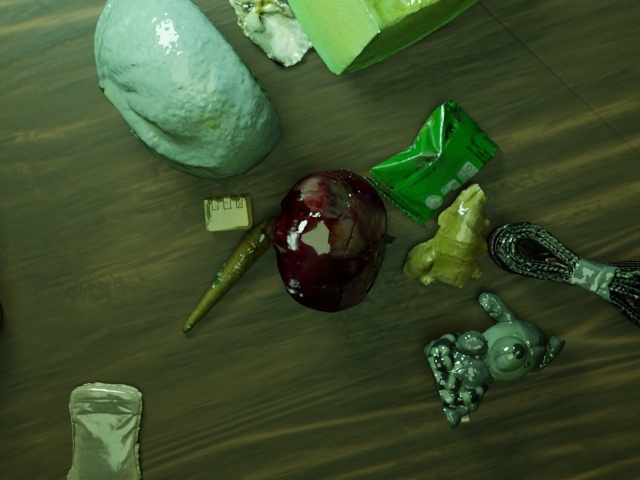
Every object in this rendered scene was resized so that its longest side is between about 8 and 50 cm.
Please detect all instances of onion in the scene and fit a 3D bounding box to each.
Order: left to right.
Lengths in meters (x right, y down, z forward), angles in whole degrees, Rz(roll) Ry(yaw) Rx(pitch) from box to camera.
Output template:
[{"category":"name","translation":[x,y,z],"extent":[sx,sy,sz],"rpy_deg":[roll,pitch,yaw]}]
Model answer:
[{"category":"onion","translation":[0.000,0.000,1.864],"extent":[0.219,0.252,0.252],"rpy_deg":[8,99,22]}]

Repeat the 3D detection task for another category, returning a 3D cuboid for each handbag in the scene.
[{"category":"handbag","translation":[-0.161,-0.048,1.949],"extent":[0.083,0.027,0.061],"rpy_deg":[-4,99,1]}]

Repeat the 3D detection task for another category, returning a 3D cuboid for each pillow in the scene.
[{"category":"pillow","translation":[-0.386,0.360,2.007],"extent":[0.135,0.034,0.211],"rpy_deg":[5,97,2]}]

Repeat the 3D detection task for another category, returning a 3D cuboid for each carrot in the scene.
[{"category":"carrot","translation":[-0.165,0.067,1.961],"extent":[0.049,0.049,0.254],"rpy_deg":[38,100,-6]}]

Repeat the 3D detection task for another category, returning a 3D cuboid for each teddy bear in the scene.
[{"category":"teddy bear","translation":[0.288,0.189,1.938],"extent":[0.251,0.144,0.171],"rpy_deg":[-33,84,1]}]

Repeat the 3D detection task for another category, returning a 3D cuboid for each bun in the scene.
[{"category":"bun","translation":[-0.225,-0.249,1.763],"extent":[0.211,0.362,0.362],"rpy_deg":[-37,98,2]}]

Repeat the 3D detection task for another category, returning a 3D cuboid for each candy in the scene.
[{"category":"candy","translation":[0.194,-0.133,1.917],"extent":[0.141,0.078,0.203],"rpy_deg":[43,101,-6]}]

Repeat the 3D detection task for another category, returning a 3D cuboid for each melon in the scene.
[{"category":"melon","translation":[0.073,-0.486,1.798],"extent":[0.331,0.226,0.343],"rpy_deg":[-29,85,15]}]

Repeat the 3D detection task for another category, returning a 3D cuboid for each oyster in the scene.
[{"category":"oyster","translation":[-0.079,-0.355,1.893],"extent":[0.146,0.045,0.121],"rpy_deg":[-3,96,-8]}]

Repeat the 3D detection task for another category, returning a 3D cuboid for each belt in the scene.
[{"category":"belt","translation":[0.463,0.057,1.941],"extent":[0.360,0.094,0.126],"rpy_deg":[18,99,-3]}]

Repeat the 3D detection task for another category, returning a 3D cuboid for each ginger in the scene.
[{"category":"ginger","translation":[0.239,0.006,1.936],"extent":[0.115,0.081,0.205],"rpy_deg":[43,106,25]}]

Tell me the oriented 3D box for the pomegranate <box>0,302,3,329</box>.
[{"category":"pomegranate","translation":[-0.649,0.119,1.907],"extent":[0.210,0.180,0.180],"rpy_deg":[20,100,34]}]
